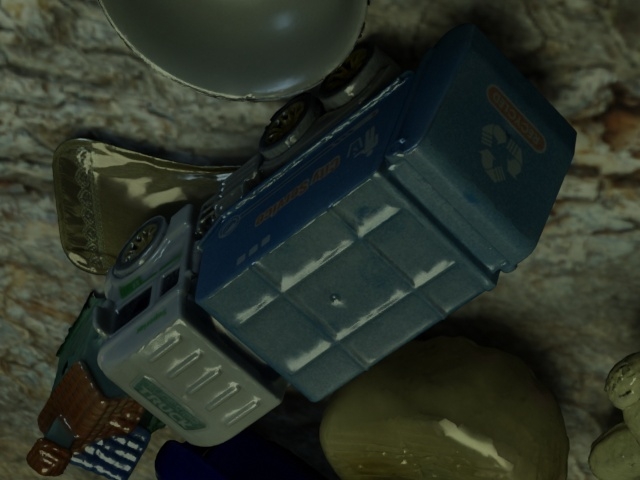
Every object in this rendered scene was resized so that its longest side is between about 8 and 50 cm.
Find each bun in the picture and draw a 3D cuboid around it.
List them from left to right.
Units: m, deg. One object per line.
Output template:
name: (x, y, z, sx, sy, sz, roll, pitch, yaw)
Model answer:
bun: (0.102, 0.155, 1.208, 0.193, 0.128, 0.178, 3, 130, 29)

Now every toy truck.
toy truck: (0.000, 0.000, 1.059, 0.367, 0.175, 0.146, -37, 114, 26)

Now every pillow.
pillow: (-0.105, -0.015, 1.185, 0.217, 0.033, 0.130, 8, 125, 9)

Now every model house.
model house: (-0.178, 0.143, 1.263, 0.119, 0.149, 0.148, 29, 133, -9)

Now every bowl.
bowl: (-0.050, -0.191, 0.992, 0.189, 0.086, 0.189, 9, 132, 11)

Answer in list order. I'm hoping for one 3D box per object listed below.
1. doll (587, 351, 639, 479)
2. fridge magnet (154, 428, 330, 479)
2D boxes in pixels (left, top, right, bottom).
doll: (0.312, 0.174, 1.159, 0.175, 0.149, 0.278, -22, 140, -7)
fridge magnet: (-0.029, 0.254, 1.281, 0.265, 0.113, 0.265, 39, 167, 11)
